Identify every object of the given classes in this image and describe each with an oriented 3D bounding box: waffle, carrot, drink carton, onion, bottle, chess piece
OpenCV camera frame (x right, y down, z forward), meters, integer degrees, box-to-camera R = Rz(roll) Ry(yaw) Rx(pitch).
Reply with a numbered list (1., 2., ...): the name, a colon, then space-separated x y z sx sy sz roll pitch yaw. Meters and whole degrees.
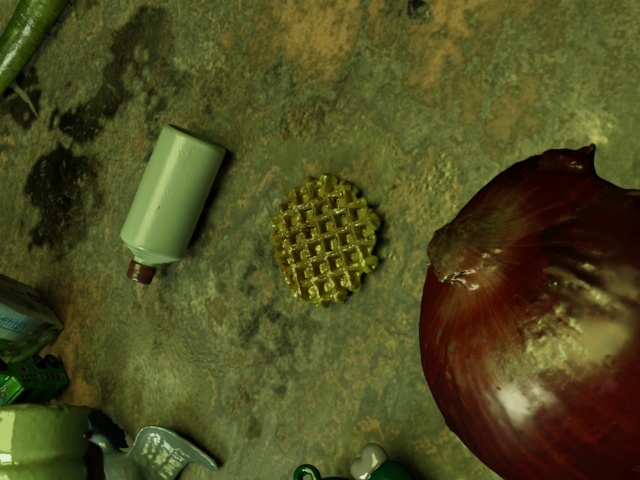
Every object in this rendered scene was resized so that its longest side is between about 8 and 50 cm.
1. waffle: 0.004 -0.001 1.085 0.191 0.038 0.191 -5 80 32
2. carrot: -0.581 -0.362 1.485 0.358 0.074 0.074 -47 62 20
3. drink carton: -0.624 0.202 1.309 0.324 0.194 0.132 -46 66 -2
4. onion: 0.246 0.087 0.763 0.342 0.341 0.340 -5 81 32
5. bottle: -0.236 -0.049 1.204 0.104 0.104 0.245 29 99 32
6. chess piece: -0.448 0.480 1.214 0.234 0.234 0.441 -12 72 31

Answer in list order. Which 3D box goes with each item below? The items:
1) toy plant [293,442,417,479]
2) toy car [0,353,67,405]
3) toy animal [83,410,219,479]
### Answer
1. toy plant: 0.038 0.383 0.970 0.233 0.113 0.243 -19 80 24
2. toy car: -0.496 0.235 1.296 0.071 0.165 0.062 -46 68 13
3. toy animal: -0.269 0.365 1.191 0.255 0.176 0.239 40 112 -6
